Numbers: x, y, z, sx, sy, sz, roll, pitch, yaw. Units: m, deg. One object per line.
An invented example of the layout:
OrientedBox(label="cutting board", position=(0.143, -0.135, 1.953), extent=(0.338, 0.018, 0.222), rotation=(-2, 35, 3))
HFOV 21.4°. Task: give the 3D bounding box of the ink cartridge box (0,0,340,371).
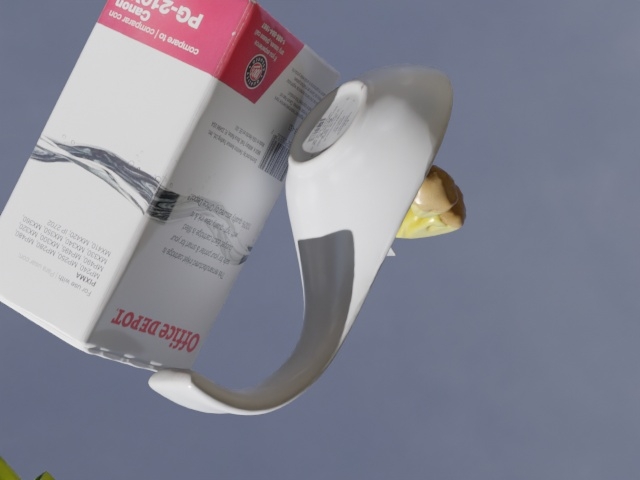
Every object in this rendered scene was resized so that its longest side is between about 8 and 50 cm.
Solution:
OrientedBox(label="ink cartridge box", position=(-0.103, -0.043, 1.107), extent=(0.100, 0.237, 0.172), rotation=(26, 179, 22))

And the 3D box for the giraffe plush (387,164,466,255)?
OrientedBox(label="giraffe plush", position=(0.065, -0.090, 1.868), extent=(0.181, 0.210, 0.171), rotation=(-2, -105, -5))

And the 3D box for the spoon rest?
OrientedBox(label="spoon rest", position=(0.000, 0.000, 1.071), extent=(0.084, 0.137, 0.276), rotation=(42, -112, -24))

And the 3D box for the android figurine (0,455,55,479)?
OrientedBox(label="android figurine", position=(-0.201, 0.292, 1.315), extent=(0.273, 0.056, 0.248), rotation=(51, -159, -12))
